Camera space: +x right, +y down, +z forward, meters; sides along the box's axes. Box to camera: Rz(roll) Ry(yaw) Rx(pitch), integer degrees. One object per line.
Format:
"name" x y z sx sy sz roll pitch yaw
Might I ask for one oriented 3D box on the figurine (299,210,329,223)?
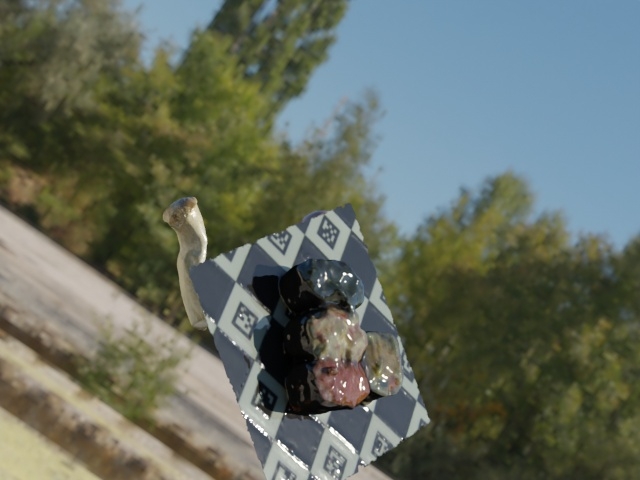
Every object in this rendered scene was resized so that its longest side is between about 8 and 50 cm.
"figurine" 0.000 0.000 1.578 0.071 0.083 0.067 19 -29 36

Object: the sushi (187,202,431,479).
"sushi" 0.015 0.090 1.140 0.047 0.231 0.220 -19 -87 39

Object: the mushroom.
"mushroom" -0.195 0.037 2.008 0.054 0.202 0.059 -9 2 -23
